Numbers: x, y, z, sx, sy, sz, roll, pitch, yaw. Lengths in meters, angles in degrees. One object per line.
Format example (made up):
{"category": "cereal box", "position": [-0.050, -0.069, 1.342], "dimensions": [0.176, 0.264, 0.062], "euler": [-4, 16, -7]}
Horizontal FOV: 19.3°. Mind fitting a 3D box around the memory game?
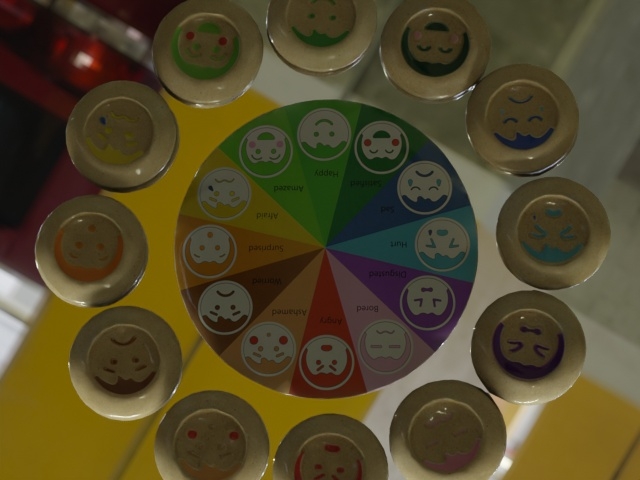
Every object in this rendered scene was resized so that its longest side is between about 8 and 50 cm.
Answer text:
{"category": "memory game", "position": [0.000, 0.000, 0.604], "dimensions": [0.186, 0.186, 0.012], "euler": [30, 173, 8]}
